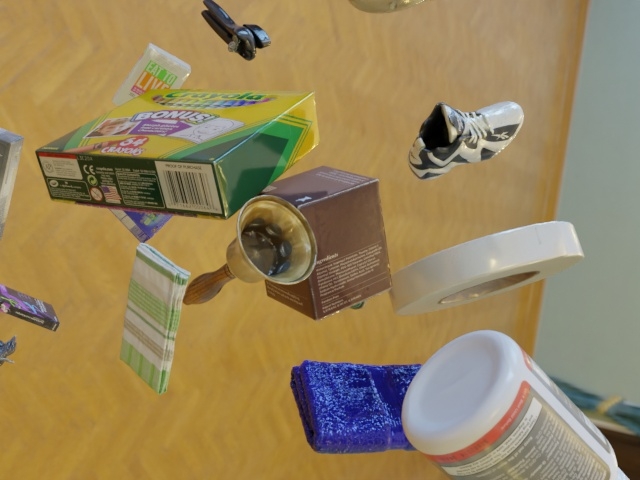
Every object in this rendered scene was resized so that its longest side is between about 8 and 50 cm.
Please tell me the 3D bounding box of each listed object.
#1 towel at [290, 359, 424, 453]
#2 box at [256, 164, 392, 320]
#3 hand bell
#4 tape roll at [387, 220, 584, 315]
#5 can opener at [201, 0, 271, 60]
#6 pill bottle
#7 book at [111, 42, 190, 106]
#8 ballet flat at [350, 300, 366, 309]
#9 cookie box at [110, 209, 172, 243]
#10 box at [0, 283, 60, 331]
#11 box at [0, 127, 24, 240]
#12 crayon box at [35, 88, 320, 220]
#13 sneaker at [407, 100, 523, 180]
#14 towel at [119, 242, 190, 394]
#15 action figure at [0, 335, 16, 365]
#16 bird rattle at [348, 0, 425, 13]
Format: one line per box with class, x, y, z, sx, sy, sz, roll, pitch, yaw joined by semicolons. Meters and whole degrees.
towel;0.106;0.329;1.703;0.228;0.308;0.076;-114;-147;-51
box;0.000;0.000;1.427;0.167;0.168;0.203;-20;113;-29
hand bell;-0.126;0.045;1.171;0.126;0.242;0.126;20;55;-32
tape roll;0.321;0.061;1.649;0.392;0.391;0.072;14;59;-66
can opener;-0.176;-0.407;1.622;0.073;0.186;0.059;-15;135;-43
pill bottle;0.307;0.320;1.250;0.363;0.210;0.210;45;51;-20
book;-0.339;-0.312;1.680;0.096;0.144;0.035;28;26;-27
ballet flat;0.062;0.113;1.776;0.052;0.168;0.057;6;93;-32
cookie box;-0.328;-0.064;1.533;0.107;0.040;0.092;49;48;-12
box;-0.736;0.166;2.091;0.162;0.116;0.029;31;95;-35
box;-0.701;-0.125;1.650;0.056;0.183;0.231;-69;179;-70
crayon box;-0.231;-0.161;1.415;0.313;0.362;0.106;-47;135;-49
sneaker;0.265;-0.203;1.513;0.153;0.234;0.094;65;4;-73
towel;-0.198;0.091;0.993;0.023;0.113;0.152;1;108;-38
action figure;-0.751;0.243;1.771;0.141;0.275;0.164;46;58;-27
bird rattle;0.108;-0.434;1.320;0.143;0.253;0.207;79;13;-45
